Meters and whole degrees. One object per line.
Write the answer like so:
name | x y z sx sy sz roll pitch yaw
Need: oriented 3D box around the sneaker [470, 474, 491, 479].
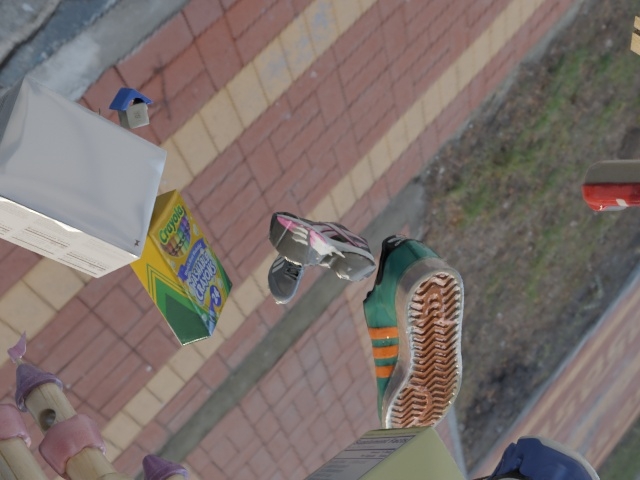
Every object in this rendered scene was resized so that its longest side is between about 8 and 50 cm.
sneaker | 0.291 0.381 1.154 0.279 0.118 0.107 20 145 -29

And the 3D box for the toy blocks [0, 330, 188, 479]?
toy blocks | -0.335 0.295 0.965 0.288 0.260 0.309 -55 146 8

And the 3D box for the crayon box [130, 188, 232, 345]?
crayon box | -0.315 0.036 1.835 0.323 0.083 0.203 62 22 -25

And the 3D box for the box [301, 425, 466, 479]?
box | 0.024 0.291 0.617 0.243 0.213 0.117 -32 180 -25

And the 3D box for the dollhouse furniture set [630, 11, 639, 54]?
dollhouse furniture set | 0.561 -0.339 1.260 0.151 0.123 0.144 -50 158 0

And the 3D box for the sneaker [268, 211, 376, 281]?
sneaker | 0.000 0.000 1.310 0.178 0.077 0.072 28 123 -21

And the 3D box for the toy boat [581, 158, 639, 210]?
toy boat | 0.476 -0.035 1.169 0.151 0.231 0.151 -3 95 -39

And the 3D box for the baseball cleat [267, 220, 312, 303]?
baseball cleat | -0.055 0.035 1.812 0.109 0.072 0.206 -47 -157 41

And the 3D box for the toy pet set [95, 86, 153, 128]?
toy pet set | -0.347 -0.227 1.452 0.122 0.114 0.065 -24 115 -35

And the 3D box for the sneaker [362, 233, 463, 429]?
sneaker | 0.116 0.128 1.121 0.108 0.121 0.302 -9 125 -20

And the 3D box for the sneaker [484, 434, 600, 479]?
sneaker | 0.165 0.349 0.912 0.182 0.127 0.315 -42 160 -38

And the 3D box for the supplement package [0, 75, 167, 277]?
supplement package | -0.407 -0.093 1.352 0.262 0.145 0.204 28 58 -34
